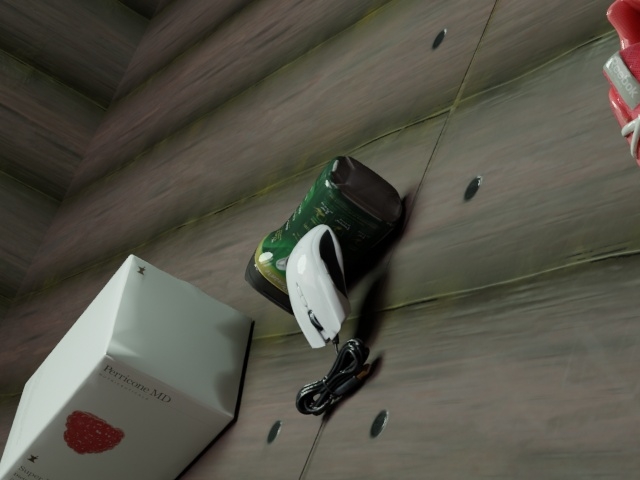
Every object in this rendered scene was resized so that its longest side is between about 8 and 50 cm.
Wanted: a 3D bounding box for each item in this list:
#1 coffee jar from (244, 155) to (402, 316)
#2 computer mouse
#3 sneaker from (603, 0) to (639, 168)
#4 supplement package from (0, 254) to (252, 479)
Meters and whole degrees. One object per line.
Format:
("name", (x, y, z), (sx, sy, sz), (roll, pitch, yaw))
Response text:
("coffee jar", (0.000, 0.000, 1.689), (0.184, 0.096, 0.079), (-47, 13, 35))
("computer mouse", (-0.004, 0.070, 1.581), (0.106, 0.042, 0.193), (-44, 48, 42))
("sneaker", (0.245, -0.066, 1.064), (0.116, 0.136, 0.314), (-49, 22, 35))
("supplement package", (-0.239, 0.194, 1.911), (0.293, 0.177, 0.175), (-48, 21, 36))
